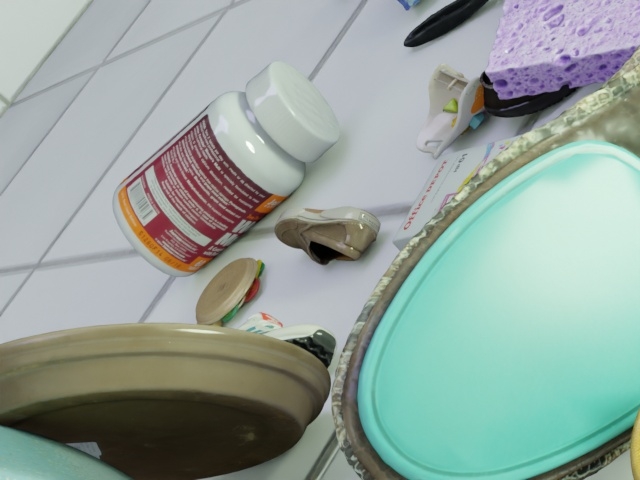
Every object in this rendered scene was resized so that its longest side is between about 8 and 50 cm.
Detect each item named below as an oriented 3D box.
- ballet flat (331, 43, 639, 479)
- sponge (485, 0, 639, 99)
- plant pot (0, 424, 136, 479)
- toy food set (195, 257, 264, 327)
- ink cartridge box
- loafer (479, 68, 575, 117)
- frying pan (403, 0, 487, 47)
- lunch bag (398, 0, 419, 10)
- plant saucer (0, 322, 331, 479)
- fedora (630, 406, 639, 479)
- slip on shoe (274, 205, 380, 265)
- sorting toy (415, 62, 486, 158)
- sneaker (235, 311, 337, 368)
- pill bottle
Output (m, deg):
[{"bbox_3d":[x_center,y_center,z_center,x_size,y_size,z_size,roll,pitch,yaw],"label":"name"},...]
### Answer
[{"bbox_3d":[0.191,-0.027,0.797,0.483,0.164,0.182,-45,-3,-13],"label":"ballet flat"},{"bbox_3d":[0.226,-0.161,0.996,0.210,0.031,0.117,-7,42,29],"label":"sponge"},{"bbox_3d":[-0.175,0.244,0.855,0.247,0.252,0.248,-52,22,-11],"label":"plant pot"},{"bbox_3d":[-0.086,0.050,1.330,0.082,0.020,0.083,-33,25,32],"label":"toy food set"},{"bbox_3d":[0.120,-0.023,1.027,0.122,0.052,0.088,-13,40,57],"label":"ink cartridge box"},{"bbox_3d":[0.203,-0.187,1.113,0.220,0.078,0.080,-42,22,14],"label":"loafer"},{"bbox_3d":[0.205,-0.279,1.317,0.197,0.053,0.326,-54,26,-17],"label":"frying pan"},{"bbox_3d":[0.109,-0.330,1.525,0.129,0.096,0.151,-44,8,17],"label":"lunch bag"},{"bbox_3d":[-0.129,0.124,0.996,0.278,0.278,0.041,-27,58,42],"label":"plant saucer"},{"bbox_3d":[0.203,0.089,0.644,0.194,0.079,0.194,-39,23,20],"label":"fedora"},{"bbox_3d":[0.000,0.000,1.225,0.135,0.051,0.041,-2,61,53],"label":"slip on shoe"},{"bbox_3d":[0.111,-0.104,1.202,0.075,0.045,0.083,-54,21,4],"label":"sorting toy"},{"bbox_3d":[-0.043,0.083,1.144,0.161,0.057,0.075,-29,34,45],"label":"sneaker"},{"bbox_3d":[-0.093,-0.071,1.413,0.221,0.121,0.121,-38,23,22],"label":"pill bottle"}]
